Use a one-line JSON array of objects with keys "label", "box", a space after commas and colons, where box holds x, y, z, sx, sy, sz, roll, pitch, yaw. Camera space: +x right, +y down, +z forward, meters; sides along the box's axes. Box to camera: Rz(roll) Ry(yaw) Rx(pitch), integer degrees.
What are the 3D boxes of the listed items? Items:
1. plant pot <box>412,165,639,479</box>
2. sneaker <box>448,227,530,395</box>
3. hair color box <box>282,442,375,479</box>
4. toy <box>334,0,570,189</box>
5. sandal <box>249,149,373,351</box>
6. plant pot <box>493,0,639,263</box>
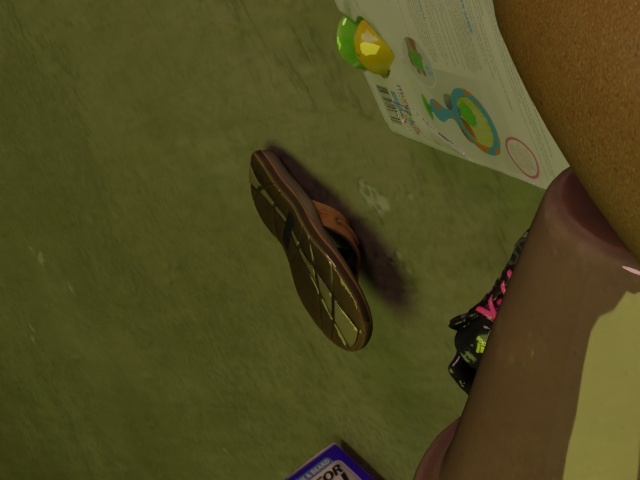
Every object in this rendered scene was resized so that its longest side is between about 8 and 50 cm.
[{"label": "plant pot", "box": [0.178, 0.084, 0.755, 0.263, 0.263, 0.229, 31, 129, 42]}, {"label": "sneaker", "box": [0.123, 0.051, 0.975, 0.063, 0.075, 0.170, 48, 152, 18]}, {"label": "hair color box", "box": [0.089, 0.355, 1.347, 0.339, 0.110, 0.185, 39, 150, 29]}, {"label": "toy", "box": [0.089, -0.110, 0.877, 0.237, 0.056, 0.137, 21, 141, 57]}, {"label": "sandal", "box": [0.000, 0.000, 1.172, 0.180, 0.049, 0.072, 60, 152, 28]}, {"label": "plant pot", "box": [0.181, -0.074, 0.602, 0.254, 0.237, 0.237, 43, 154, 55]}]
